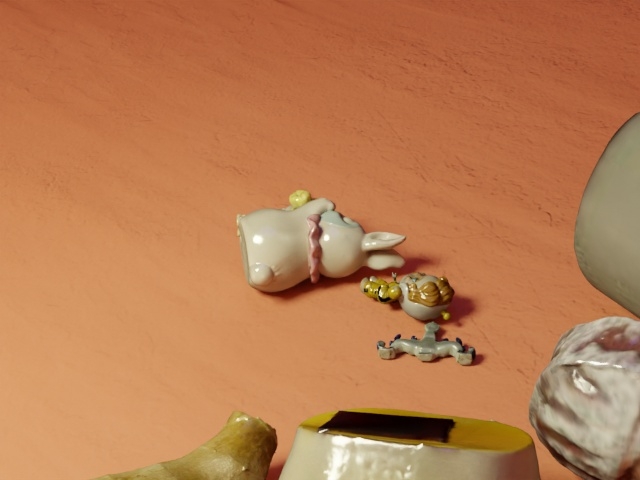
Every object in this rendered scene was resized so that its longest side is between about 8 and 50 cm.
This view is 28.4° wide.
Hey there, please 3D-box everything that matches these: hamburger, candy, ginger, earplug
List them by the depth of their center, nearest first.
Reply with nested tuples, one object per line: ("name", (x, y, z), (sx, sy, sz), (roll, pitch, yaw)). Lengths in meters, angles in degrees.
("hamburger", (0.100, 0.273, 1.397), (0.295, 0.151, 0.227), (6, 2, 26))
("ginger", (-0.183, 0.322, 1.414), (0.376, 0.166, 0.236), (-27, 30, -18))
("candy", (0.380, 0.206, 1.441), (0.290, 0.214, 0.157), (19, 43, 27))
("earplug", (0.561, 0.020, 1.597), (0.313, 0.312, 0.394), (-23, 38, -22))

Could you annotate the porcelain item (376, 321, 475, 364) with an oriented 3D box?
("porcelain item", (0.149, 0.137, 1.746), (0.136, 0.021, 0.075), (3, 36, 14))

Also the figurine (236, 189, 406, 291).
("figurine", (0.000, 0.000, 1.893), (0.236, 0.127, 0.155), (-7, 24, -10))

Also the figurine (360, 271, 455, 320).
("figurine", (0.121, 0.076, 1.805), (0.143, 0.068, 0.101), (4, 11, 17))
